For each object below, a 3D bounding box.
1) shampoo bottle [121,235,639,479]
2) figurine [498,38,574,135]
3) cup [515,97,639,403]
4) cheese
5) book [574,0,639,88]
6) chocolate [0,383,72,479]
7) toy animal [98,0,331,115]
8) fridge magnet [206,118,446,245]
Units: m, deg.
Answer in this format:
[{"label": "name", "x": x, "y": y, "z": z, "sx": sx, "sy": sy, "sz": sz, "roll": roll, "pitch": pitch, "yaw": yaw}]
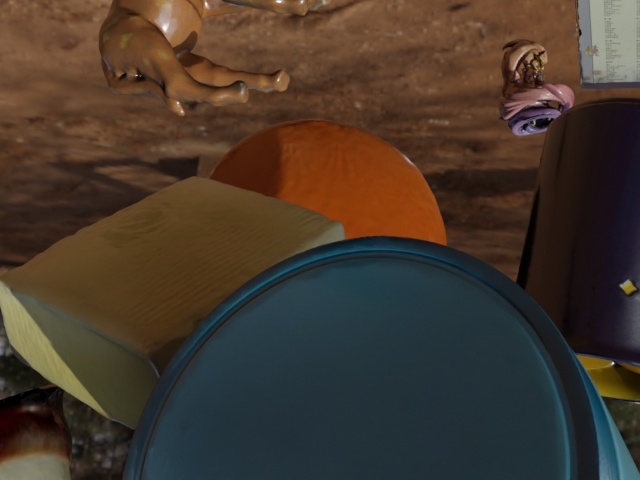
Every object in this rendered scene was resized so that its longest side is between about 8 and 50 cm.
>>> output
[{"label": "shampoo bottle", "x": 0.080, "y": 0.221, "z": 0.666, "sx": 0.331, "sy": 0.331, "sz": 0.343, "roll": 6, "pitch": 154, "yaw": 33}, {"label": "figurine", "x": 0.335, "y": -0.249, "z": 1.393, "sx": 0.114, "sy": 0.157, "sz": 0.126, "roll": -23, "pitch": -176, "yaw": -43}, {"label": "cup", "x": 0.292, "y": 0.025, "z": 0.858, "sx": 0.178, "sy": 0.256, "sz": 0.255, "roll": 8, "pitch": 161, "yaw": 22}, {"label": "cheese", "x": -0.139, "y": 0.051, "z": 0.862, "sx": 0.242, "sy": 0.124, "sz": 0.265, "roll": 22, "pitch": -142, "yaw": 33}, {"label": "book", "x": 0.463, "y": -0.311, "z": 1.289, "sx": 0.157, "sy": 0.026, "sz": 0.231, "roll": 3, "pitch": 149, "yaw": 21}, {"label": "chocolate", "x": -0.357, "y": 0.274, "z": 0.841, "sx": 0.283, "sy": 0.186, "sz": 0.283, "roll": -21, "pitch": 175, "yaw": -2}, {"label": "toy animal", "x": -0.099, "y": -0.200, "z": 0.596, "sx": 0.229, "sy": 0.224, "sz": 0.066, "roll": 23, "pitch": 166, "yaw": 20}, {"label": "fridge magnet", "x": 0.000, "y": 0.000, "z": 1.222, "sx": 0.363, "sy": 0.364, "sz": 0.155, "roll": 9, "pitch": 159, "yaw": -8}]
